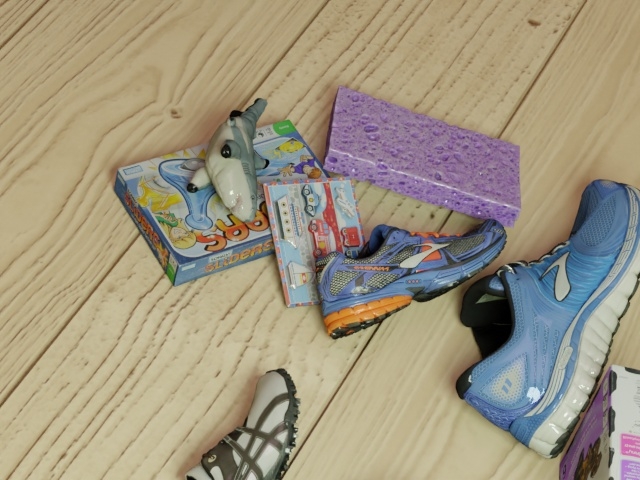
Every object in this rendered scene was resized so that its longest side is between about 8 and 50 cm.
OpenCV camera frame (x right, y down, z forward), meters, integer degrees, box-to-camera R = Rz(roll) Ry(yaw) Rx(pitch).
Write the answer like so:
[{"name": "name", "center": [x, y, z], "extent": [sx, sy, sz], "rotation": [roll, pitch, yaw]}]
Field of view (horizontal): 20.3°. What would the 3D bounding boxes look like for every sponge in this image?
[{"name": "sponge", "center": [0.108, -0.087, 1.857], "extent": [0.210, 0.031, 0.117], "rotation": [17, 38, -6]}]

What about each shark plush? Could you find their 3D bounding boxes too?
[{"name": "shark plush", "center": [-0.082, -0.083, 1.786], "extent": [0.067, 0.073, 0.161], "rotation": [33, 29, -16]}]

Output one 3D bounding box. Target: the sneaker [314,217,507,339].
[{"name": "sneaker", "center": [0.089, 0.017, 1.736], "extent": [0.221, 0.083, 0.087], "rotation": [-22, 84, -30]}]

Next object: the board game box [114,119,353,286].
[{"name": "board game box", "center": [-0.087, -0.040, 1.788], "extent": [0.201, 0.035, 0.136], "rotation": [-19, 57, -27]}]

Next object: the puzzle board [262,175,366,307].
[{"name": "puzzle board", "center": [0.000, 0.000, 1.756], "extent": [0.096, 0.011, 0.128], "rotation": [-5, 74, -24]}]

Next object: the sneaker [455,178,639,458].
[{"name": "sneaker", "center": [0.223, 0.049, 1.729], "extent": [0.147, 0.130, 0.330], "rotation": [26, 49, 5]}]

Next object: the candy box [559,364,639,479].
[{"name": "candy box", "center": [0.260, 0.237, 1.554], "extent": [0.070, 0.165, 0.196], "rotation": [12, 48, -3]}]

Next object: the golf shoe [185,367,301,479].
[{"name": "golf shoe", "center": [-0.069, 0.190, 1.571], "extent": [0.093, 0.077, 0.198], "rotation": [10, 48, -5]}]
